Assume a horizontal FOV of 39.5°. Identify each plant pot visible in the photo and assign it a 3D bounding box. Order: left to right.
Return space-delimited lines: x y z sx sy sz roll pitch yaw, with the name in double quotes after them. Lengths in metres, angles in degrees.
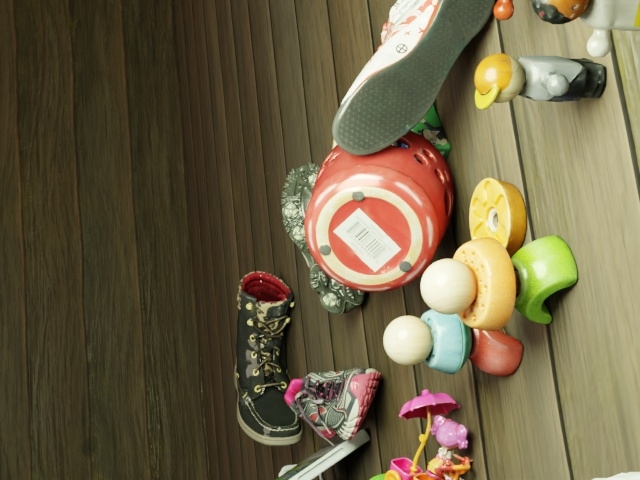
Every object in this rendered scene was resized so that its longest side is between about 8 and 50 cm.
0.077 -0.039 1.162 0.174 0.191 0.191 -67 -17 -67 "plant pot"

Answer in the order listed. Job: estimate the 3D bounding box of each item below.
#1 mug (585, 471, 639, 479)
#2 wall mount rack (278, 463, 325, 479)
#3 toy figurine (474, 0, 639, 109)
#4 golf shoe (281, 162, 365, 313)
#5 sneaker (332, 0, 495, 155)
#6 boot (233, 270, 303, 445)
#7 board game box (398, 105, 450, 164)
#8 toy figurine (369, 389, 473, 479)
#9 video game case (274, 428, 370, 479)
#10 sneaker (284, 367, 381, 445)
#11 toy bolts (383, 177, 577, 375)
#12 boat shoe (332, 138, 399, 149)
0.219 0.353 0.607 0.276 0.328 0.374 124 140 -63 "mug"
-0.036 0.628 1.793 0.350 0.130 0.304 114 149 -56 "wall mount rack"
0.213 -0.247 0.850 0.213 0.148 0.210 129 136 -64 "toy figurine"
0.000 0.000 1.591 0.120 0.105 0.273 54 -160 -85 "golf shoe"
0.103 -0.225 1.141 0.270 0.090 0.145 -52 19 2 "sneaker"
-0.120 0.261 2.022 0.377 0.138 0.284 -119 31 -65 "boot"
0.103 -0.113 1.393 0.317 0.046 0.214 109 152 -50 "board game box"
0.154 0.287 1.206 0.173 0.130 0.159 22 105 47 "toy figurine"
-0.028 0.423 1.634 0.026 0.206 0.227 57 156 8 "video game case"
0.015 0.277 1.544 0.121 0.112 0.299 -62 6 -25 "sneaker"
0.158 0.052 1.047 0.218 0.158 0.228 -109 24 -43 "toy bolts"
0.060 -0.066 1.299 0.092 0.102 0.285 -132 48 -71 "boat shoe"
